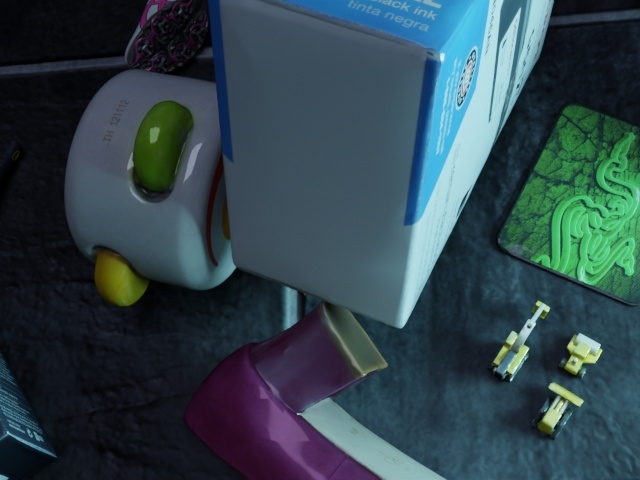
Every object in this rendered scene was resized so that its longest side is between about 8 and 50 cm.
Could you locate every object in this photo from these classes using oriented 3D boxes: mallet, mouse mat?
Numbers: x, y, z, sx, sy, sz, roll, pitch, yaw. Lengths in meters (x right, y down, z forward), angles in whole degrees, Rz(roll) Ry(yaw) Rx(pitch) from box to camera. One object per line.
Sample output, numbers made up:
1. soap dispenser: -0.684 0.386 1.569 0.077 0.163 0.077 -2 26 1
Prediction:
1. mallet: -0.361 -0.031 0.904 0.039 0.062 0.189 12 67 12
2. mouse mat: 0.276 -0.042 0.854 0.153 0.007 0.189 24 71 17

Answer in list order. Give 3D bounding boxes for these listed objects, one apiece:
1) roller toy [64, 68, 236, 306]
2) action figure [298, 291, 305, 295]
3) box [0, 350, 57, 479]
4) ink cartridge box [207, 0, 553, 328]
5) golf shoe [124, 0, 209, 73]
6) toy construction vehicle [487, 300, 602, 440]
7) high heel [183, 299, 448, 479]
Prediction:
1. roller toy: -0.143 -0.056 0.818 0.146 0.209 0.191 13 33 13
2. action figure: 0.000 0.000 0.860 0.038 0.030 0.115 28 67 13
3. box: -0.366 0.149 0.796 0.153 0.108 0.207 -33 65 -8
4. ink cartridge box: 0.080 -0.175 0.734 0.166 0.285 0.395 20 52 15
5. golf shoe: -0.163 -0.259 0.991 0.086 0.067 0.186 18 67 44
6. toy construction vehicle: 0.200 0.112 0.776 0.086 0.035 0.098 34 74 20
7. high heel: 0.032 0.246 0.722 0.181 0.127 0.377 -38 67 20
